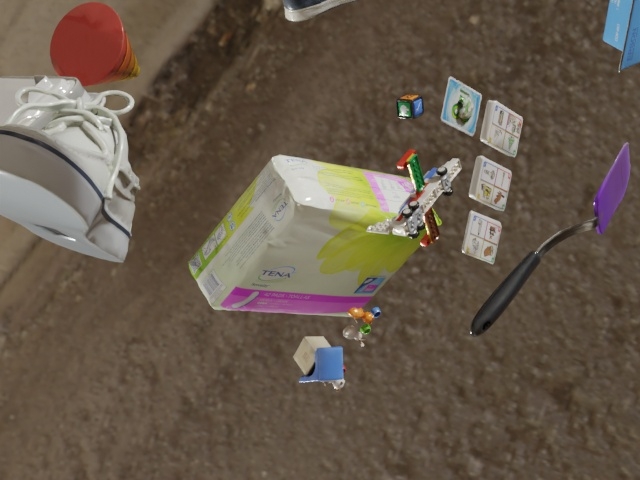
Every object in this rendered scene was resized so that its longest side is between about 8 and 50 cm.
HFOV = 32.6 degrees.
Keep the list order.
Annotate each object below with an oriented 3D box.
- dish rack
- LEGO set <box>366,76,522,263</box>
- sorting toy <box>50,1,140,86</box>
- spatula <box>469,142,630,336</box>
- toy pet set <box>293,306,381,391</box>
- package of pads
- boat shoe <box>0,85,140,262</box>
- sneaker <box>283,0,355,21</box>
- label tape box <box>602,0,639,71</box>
[{"bbox_3d":[-0.450,-0.126,1.396,0.285,0.072,0.332,-46,33,-24],"label":"dish rack"},{"bbox_3d":[0.138,-0.081,1.218,0.060,0.244,0.183,9,86,36],"label":"LEGO set"},{"bbox_3d":[-0.236,-0.365,1.539,0.127,0.126,0.366,30,92,26],"label":"sorting toy"},{"bbox_3d":[0.273,0.007,1.271,0.296,0.084,0.030,-42,53,-13],"label":"spatula"},{"bbox_3d":[0.030,0.157,1.471,0.065,0.114,0.122,51,125,38],"label":"toy pet set"},{"bbox_3d":[0.000,0.000,1.510,0.229,0.296,0.101,-49,54,31],"label":"package of pads"},{"bbox_3d":[-0.242,-0.085,1.089,0.135,0.367,0.157,15,80,8],"label":"boat shoe"},{"bbox_3d":[0.024,-0.511,1.974,0.226,0.163,0.086,-27,37,-16],"label":"sneaker"},{"bbox_3d":[0.495,-0.398,1.560,0.106,0.333,0.241,28,127,38],"label":"label tape box"}]
